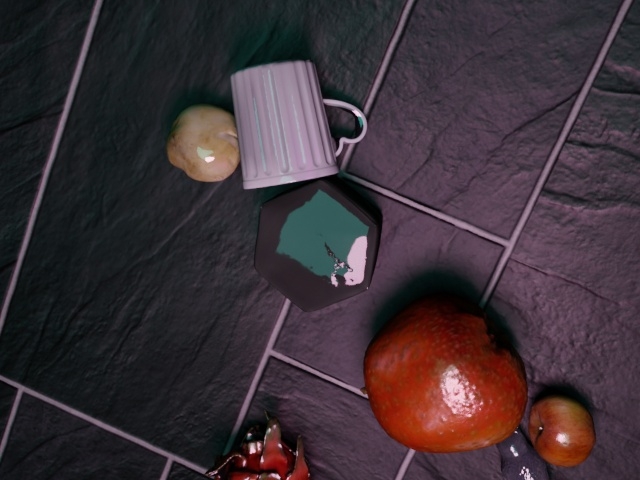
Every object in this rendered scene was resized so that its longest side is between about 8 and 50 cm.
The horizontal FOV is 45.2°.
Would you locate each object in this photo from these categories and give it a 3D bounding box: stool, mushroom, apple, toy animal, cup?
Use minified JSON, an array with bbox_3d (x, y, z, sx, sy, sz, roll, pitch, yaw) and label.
[{"bbox_3d":[0.000,0.000,1.354,0.232,0.141,0.232,2,102,10],"label":"stool"},{"bbox_3d":[-0.203,-0.173,1.366,0.148,0.112,0.148,2,75,-9],"label":"mushroom"},{"bbox_3d":[0.428,0.335,1.362,0.102,0.126,0.126,3,102,-8],"label":"apple"},{"bbox_3d":[0.372,0.441,1.397,0.121,0.117,0.210,-32,97,20],"label":"toy animal"},{"bbox_3d":[-0.048,-0.203,1.333,0.166,0.221,0.202,-3,100,45],"label":"cup"}]

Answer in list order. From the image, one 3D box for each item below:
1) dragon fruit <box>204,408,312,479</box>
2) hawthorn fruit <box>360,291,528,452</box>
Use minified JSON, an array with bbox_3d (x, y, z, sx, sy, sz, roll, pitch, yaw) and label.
[{"bbox_3d":[-0.106,0.457,1.444,0.192,0.193,0.274,-5,76,7],"label":"dragon fruit"},{"bbox_3d":[0.198,0.228,1.309,0.299,0.275,0.275,-20,98,26],"label":"hawthorn fruit"}]
